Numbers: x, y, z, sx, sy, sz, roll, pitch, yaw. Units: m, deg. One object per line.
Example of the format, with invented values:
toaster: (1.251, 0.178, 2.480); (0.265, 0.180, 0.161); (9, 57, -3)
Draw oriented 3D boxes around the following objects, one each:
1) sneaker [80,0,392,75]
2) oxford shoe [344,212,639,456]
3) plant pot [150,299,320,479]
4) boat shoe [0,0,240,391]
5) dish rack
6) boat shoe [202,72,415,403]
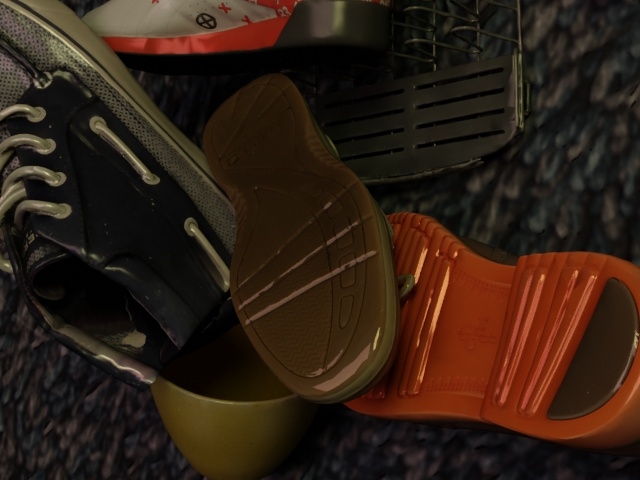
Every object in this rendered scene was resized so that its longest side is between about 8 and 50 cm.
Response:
sneaker: (-0.063, -0.195, 0.921); (0.270, 0.090, 0.145); (2, 87, 38)
oxford shoe: (0.112, 0.068, 0.807); (0.363, 0.132, 0.130); (15, 86, 61)
plant pot: (-0.060, 0.117, 0.950); (0.134, 0.134, 0.095); (30, 126, 39)
boat shoe: (-0.182, -0.048, 0.884); (0.340, 0.158, 0.127); (38, 122, -1)
dish rack: (0.049, -0.177, 0.925); (0.208, 0.074, 0.272); (-8, 79, 41)
boat shoe: (0.000, 0.000, 0.836); (0.104, 0.089, 0.285); (-31, 40, 13)
